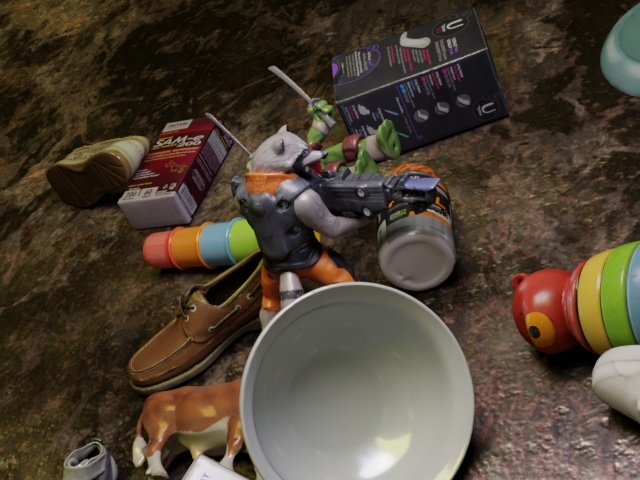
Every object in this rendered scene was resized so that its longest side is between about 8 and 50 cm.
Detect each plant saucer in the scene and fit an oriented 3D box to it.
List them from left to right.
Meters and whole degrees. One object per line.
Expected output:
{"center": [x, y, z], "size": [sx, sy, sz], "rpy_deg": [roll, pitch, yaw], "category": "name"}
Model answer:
{"center": [0.615, -0.345, 1.886], "size": [0.317, 0.044, 0.317], "rpy_deg": [-18, 36, 13], "category": "plant saucer"}

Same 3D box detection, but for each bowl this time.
{"center": [0.032, 0.203, 1.432], "size": [0.298, 0.298, 0.134], "rpy_deg": [-38, 5, -15], "category": "bowl"}

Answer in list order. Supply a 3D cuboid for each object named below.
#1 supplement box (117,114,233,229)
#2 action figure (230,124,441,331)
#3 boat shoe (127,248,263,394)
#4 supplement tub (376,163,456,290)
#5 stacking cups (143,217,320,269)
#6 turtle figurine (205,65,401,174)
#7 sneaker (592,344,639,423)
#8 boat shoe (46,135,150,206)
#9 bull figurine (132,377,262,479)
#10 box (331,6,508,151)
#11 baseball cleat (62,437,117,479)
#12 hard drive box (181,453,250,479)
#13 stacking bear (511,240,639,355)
{"center": [-0.270, -0.131, 2.159], "size": [0.130, 0.073, 0.239], "rpy_deg": [-6, 40, 28], "category": "supplement box"}
{"center": [0.000, 0.000, 1.600], "size": [0.341, 0.330, 0.178], "rpy_deg": [-7, 18, 34], "category": "action figure"}
{"center": [-0.179, 0.114, 1.771], "size": [0.307, 0.104, 0.111], "rpy_deg": [-35, 37, -10], "category": "boat shoe"}
{"center": [0.142, -0.025, 1.729], "size": [0.117, 0.117, 0.190], "rpy_deg": [-17, 37, 14], "category": "supplement tub"}
{"center": [-0.153, 0.005, 1.915], "size": [0.316, 0.096, 0.096], "rpy_deg": [-5, 41, 34], "category": "stacking cups"}
{"center": [-0.026, -0.160, 1.848], "size": [0.266, 0.275, 0.198], "rpy_deg": [-2, 5, 34], "category": "turtle figurine"}
{"center": [0.404, 0.222, 1.266], "size": [0.292, 0.108, 0.169], "rpy_deg": [14, 50, 41], "category": "sneaker"}
{"center": [-0.432, -0.137, 2.225], "size": [0.285, 0.104, 0.089], "rpy_deg": [-8, 31, 46], "category": "boat shoe"}
{"center": [-0.126, 0.255, 1.563], "size": [0.310, 0.101, 0.188], "rpy_deg": [-15, 42, 29], "category": "bull figurine"}
{"center": [0.170, -0.268, 1.986], "size": [0.270, 0.143, 0.165], "rpy_deg": [-19, 36, 12], "category": "box"}
{"center": [-0.339, 0.365, 1.560], "size": [0.072, 0.109, 0.206], "rpy_deg": [1, 45, 13], "category": "baseball cleat"}
{"center": [-0.086, 0.381, 1.299], "size": [0.232, 0.089, 0.181], "rpy_deg": [27, 53, 9], "category": "hard drive box"}
{"center": [0.372, 0.082, 1.425], "size": [0.289, 0.175, 0.164], "rpy_deg": [-7, 24, 39], "category": "stacking bear"}
